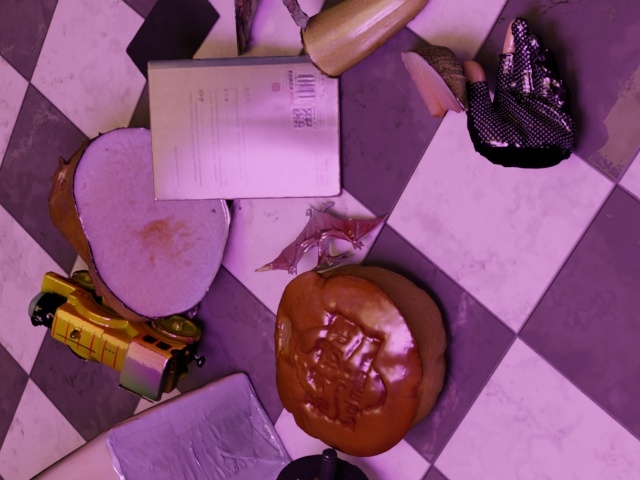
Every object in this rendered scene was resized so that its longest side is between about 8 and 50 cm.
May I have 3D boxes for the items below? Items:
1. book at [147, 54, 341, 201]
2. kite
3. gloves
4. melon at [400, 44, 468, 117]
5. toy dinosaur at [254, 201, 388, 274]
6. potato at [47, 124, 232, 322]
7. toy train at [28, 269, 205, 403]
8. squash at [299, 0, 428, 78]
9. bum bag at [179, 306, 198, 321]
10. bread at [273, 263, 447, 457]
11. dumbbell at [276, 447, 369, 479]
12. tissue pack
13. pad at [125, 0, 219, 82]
[{"bbox_3d":[-0.110,-0.161,1.666,0.282,0.025,0.215,1,100,8],"label":"book"},{"bbox_3d":[-0.079,-0.395,1.633,0.314,0.011,0.335,64,147,33],"label":"kite"},{"bbox_3d":[0.251,-0.187,1.431,0.129,0.106,0.181,-8,66,39],"label":"gloves"},{"bbox_3d":[0.152,-0.203,1.454,0.054,0.182,0.098,-16,96,-5],"label":"melon"},{"bbox_3d":[-0.001,-0.001,1.663,0.220,0.032,0.108,-23,65,21],"label":"toy dinosaur"},{"bbox_3d":[-0.285,-0.029,1.801,0.196,0.246,0.300,-1,110,68],"label":"potato"},{"bbox_3d":[-0.329,0.141,1.818,0.296,0.160,0.101,24,113,16],"label":"toy train"},{"bbox_3d":[0.081,-0.313,1.544,0.224,0.094,0.094,-31,80,30],"label":"squash"},{"bbox_3d":[-0.304,0.109,1.923,0.248,0.069,0.102,9,89,35],"label":"bum bag"},{"bbox_3d":[0.052,0.160,1.604,0.269,0.148,0.270,11,108,37],"label":"bread"},{"bbox_3d":[-0.003,0.421,1.676,0.143,0.143,0.326,32,133,29],"label":"dumbbell"},{"bbox_3d":[-0.301,0.399,1.809,0.405,0.331,0.205,-33,81,37],"label":"tissue pack"},{"bbox_3d":[-0.238,-0.328,1.827,0.116,0.004,0.193,54,125,17],"label":"pad"}]
